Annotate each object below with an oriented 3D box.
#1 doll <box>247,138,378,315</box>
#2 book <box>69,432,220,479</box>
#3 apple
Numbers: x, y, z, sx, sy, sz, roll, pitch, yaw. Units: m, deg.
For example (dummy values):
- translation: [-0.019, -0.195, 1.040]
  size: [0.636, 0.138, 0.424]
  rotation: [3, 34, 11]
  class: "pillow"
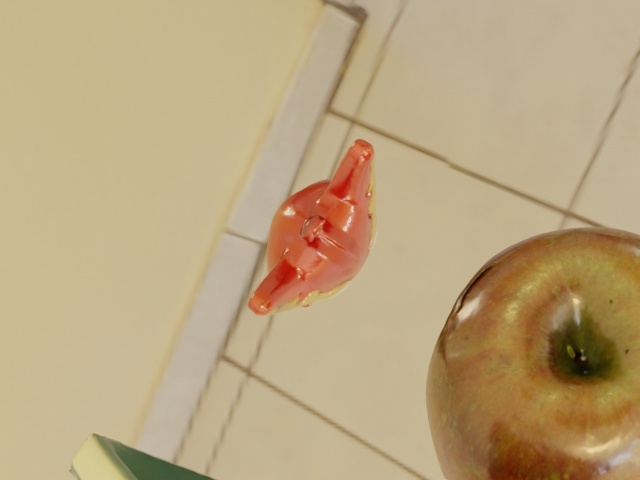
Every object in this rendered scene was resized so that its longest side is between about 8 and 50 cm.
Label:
- translation: [0.000, 0.000, 0.885]
  size: [0.057, 0.169, 0.109]
  rotation: [33, 88, 2]
  class: "doll"
- translation: [0.086, 0.207, 0.540]
  size: [0.031, 0.264, 0.379]
  rotation: [-55, 43, 4]
  class: "book"
- translation: [0.138, 0.079, 0.781]
  size: [0.146, 0.147, 0.163]
  rotation: [26, 69, 20]
  class: "apple"
